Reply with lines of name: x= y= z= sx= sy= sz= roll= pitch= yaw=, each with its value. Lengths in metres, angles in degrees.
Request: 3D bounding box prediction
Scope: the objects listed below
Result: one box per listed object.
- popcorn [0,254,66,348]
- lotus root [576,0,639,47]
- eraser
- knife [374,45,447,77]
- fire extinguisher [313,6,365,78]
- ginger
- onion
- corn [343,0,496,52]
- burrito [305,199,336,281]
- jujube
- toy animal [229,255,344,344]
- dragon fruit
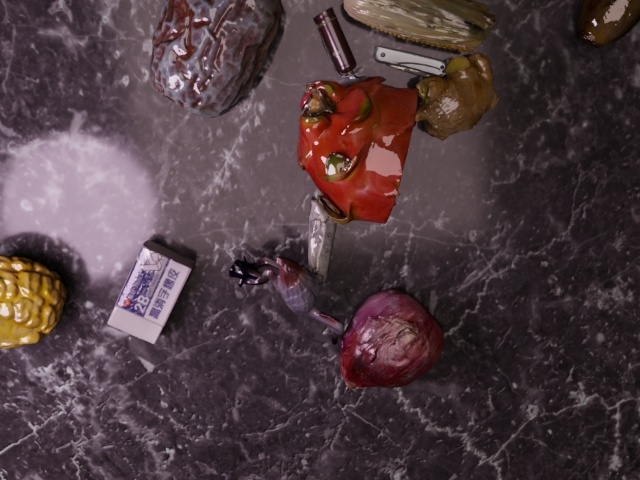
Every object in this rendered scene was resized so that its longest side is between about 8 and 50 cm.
popcorn: x=-0.702 y=0.133 z=1.436 sx=0.250 sy=0.190 sz=0.250 roll=-1 pitch=116 yaw=-2
lotus root: x=0.614 y=-0.505 z=1.318 sx=0.123 sy=0.124 sz=0.241 roll=27 pitch=102 yaw=4
eraser: x=-0.389 y=0.119 z=1.491 sx=0.124 sy=0.068 sz=0.210 roll=25 pitch=103 yaw=-9
knife: x=0.194 y=-0.381 z=1.396 sx=0.162 sy=0.023 sz=0.044 roll=12 pitch=108 yaw=-4
fire extinguisher: x=0.038 y=-0.410 z=1.377 sx=0.064 sy=0.043 sz=0.158 roll=-16 pitch=105 yaw=34
ginger: x=0.278 y=-0.294 z=1.370 sx=0.216 sy=0.102 sz=0.157 roll=-27 pitch=124 yaw=-9
onion: x=0.152 y=0.263 z=1.509 sx=0.227 sy=0.120 sz=0.283 roll=40 pitch=101 yaw=-5
corn: x=0.199 y=-0.469 z=1.322 sx=0.305 sy=0.123 sz=0.122 roll=14 pitch=103 yaw=-5
burrito: x=-0.001 y=0.000 z=1.471 sx=0.064 sy=0.064 sz=0.203 roll=7 pitch=103 yaw=-3
jujube: x=-0.214 y=-0.403 z=1.296 sx=0.226 sy=0.226 sz=0.317 roll=30 pitch=107 yaw=-8
toy animal: x=-0.045 y=0.119 z=1.449 sx=0.324 sy=0.195 sz=0.090 roll=34 pitch=63 yaw=-12
dragon fruit: x=0.058 y=-0.190 z=1.315 sx=0.225 sy=0.305 sz=0.305 roll=11 pitch=104 yaw=-3
